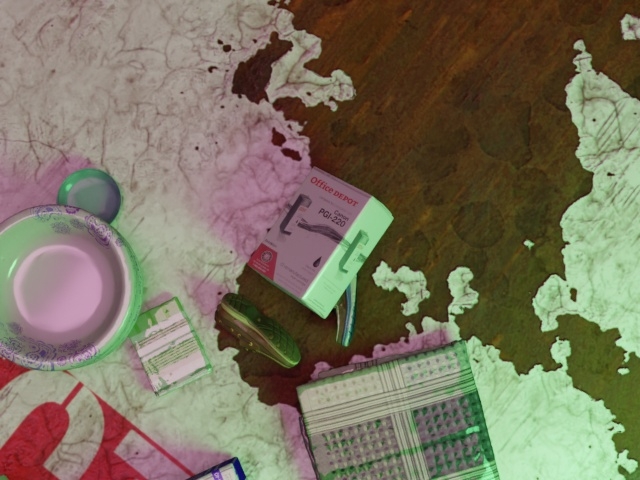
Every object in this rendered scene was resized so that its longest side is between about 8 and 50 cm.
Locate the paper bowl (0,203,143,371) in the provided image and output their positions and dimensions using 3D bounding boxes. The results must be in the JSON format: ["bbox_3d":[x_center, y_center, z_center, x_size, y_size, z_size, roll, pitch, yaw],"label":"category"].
[{"bbox_3d":[-0.453,0.085,1.753,0.284,0.148,0.284,0,84,1],"label":"paper bowl"}]

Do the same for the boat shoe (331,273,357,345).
[{"bbox_3d":[0.032,0.098,1.795,0.066,0.066,0.183,3,74,5],"label":"boat shoe"}]

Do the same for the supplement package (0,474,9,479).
[{"bbox_3d":[-0.620,0.564,1.689,0.293,0.177,0.175,-41,85,-4],"label":"supplement package"}]

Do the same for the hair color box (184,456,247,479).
[{"bbox_3d":[-0.263,0.530,1.727,0.338,0.110,0.185,-25,85,-1],"label":"hair color box"}]

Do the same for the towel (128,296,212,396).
[{"bbox_3d":[-0.275,0.192,1.807,0.113,0.023,0.152,-26,82,-5],"label":"towel"}]

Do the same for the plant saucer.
[{"bbox_3d":[-0.421,-0.072,1.832,0.119,0.021,0.119,0,84,0],"label":"plant saucer"}]

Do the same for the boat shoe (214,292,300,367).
[{"bbox_3d":[-0.114,0.169,1.791,0.178,0.064,0.060,39,116,5],"label":"boat shoe"}]

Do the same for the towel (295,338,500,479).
[{"bbox_3d":[0.137,0.361,1.777,0.324,0.056,0.312,-14,87,-3],"label":"towel"}]

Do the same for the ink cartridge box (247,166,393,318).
[{"bbox_3d":[0.000,0.000,1.754,0.158,0.092,0.218,30,82,40],"label":"ink cartridge box"}]
